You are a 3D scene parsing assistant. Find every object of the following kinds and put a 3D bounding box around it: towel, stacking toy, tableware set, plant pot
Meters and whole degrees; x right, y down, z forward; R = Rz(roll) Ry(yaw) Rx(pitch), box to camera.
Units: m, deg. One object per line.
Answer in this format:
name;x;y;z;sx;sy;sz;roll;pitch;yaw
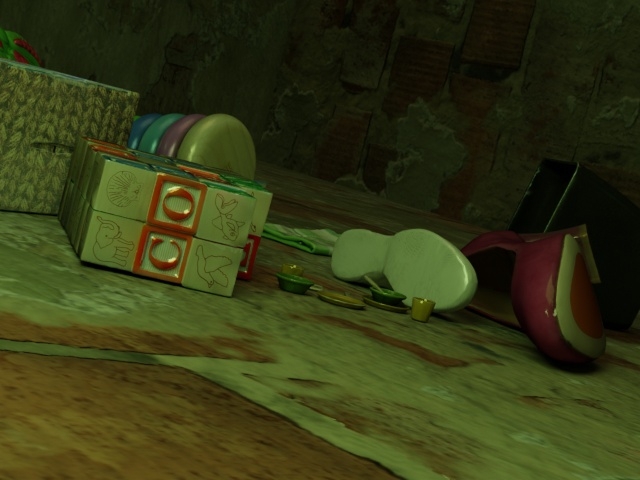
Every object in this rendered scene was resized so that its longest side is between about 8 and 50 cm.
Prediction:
towel;0.000;0.000;1.711;0.113;0.023;0.152;17;6;38
stacking toy;-0.251;-0.113;1.693;0.330;0.141;0.141;12;3;31
tableware set;0.032;0.047;1.252;0.154;0.024;0.104;15;5;-3
plant pot;0.336;0.017;1.697;0.167;0.188;0.187;27;3;-6

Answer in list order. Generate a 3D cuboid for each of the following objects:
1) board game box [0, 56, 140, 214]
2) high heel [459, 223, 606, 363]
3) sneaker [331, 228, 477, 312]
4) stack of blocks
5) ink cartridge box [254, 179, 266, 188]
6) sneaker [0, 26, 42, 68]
board game box;-0.382;-0.130;1.366;0.291;0.141;0.232;17;5;27
high heel;0.183;0.063;1.313;0.181;0.127;0.377;-15;3;14
sneaker;0.107;0.030;1.376;0.094;0.080;0.212;16;1;-35
stack of blocks;-0.138;-0.026;1.204;0.171;0.087;0.297;13;5;-16
ink cartridge box;-0.180;-0.077;1.835;0.180;0.060;0.104;17;6;25
sneaker;-0.578;-0.269;2.060;0.185;0.202;0.483;62;3;18
